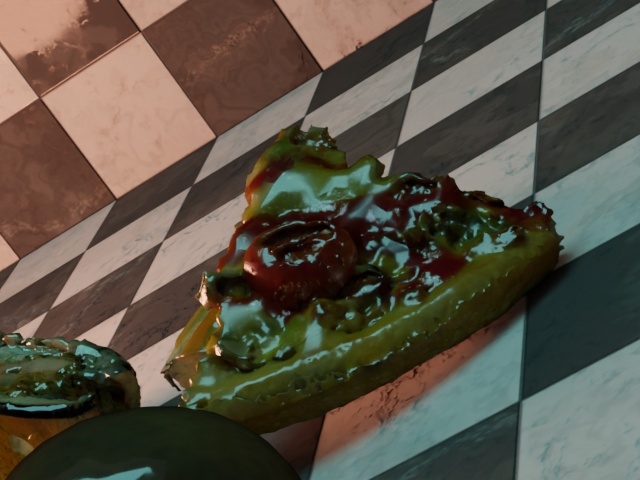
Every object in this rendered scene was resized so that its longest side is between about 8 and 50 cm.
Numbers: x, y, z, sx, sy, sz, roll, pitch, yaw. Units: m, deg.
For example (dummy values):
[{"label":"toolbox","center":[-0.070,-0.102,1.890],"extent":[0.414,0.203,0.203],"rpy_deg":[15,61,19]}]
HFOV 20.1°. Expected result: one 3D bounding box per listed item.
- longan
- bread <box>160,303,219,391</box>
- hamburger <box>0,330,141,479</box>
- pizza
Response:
[{"label":"longan","center":[-0.137,0.270,1.476],"extent":[0.297,0.297,0.297],"rpy_deg":[-33,16,10]},{"label":"bread","center":[-0.035,0.082,2.092],"extent":[0.239,0.111,0.246],"rpy_deg":[-21,23,42]},{"label":"hamburger","center":[-0.348,0.222,2.249],"extent":[0.288,0.192,0.167],"rpy_deg":[4,41,27]},{"label":"pizza","center":[0.000,0.000,1.928],"extent":[0.440,0.130,0.406],"rpy_deg":[-26,45,-7]}]
